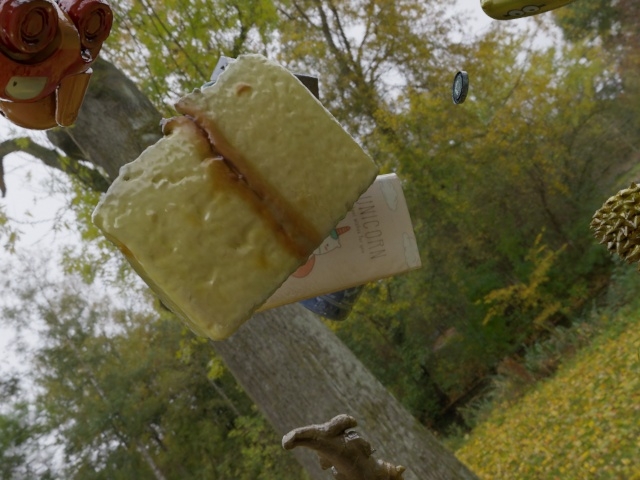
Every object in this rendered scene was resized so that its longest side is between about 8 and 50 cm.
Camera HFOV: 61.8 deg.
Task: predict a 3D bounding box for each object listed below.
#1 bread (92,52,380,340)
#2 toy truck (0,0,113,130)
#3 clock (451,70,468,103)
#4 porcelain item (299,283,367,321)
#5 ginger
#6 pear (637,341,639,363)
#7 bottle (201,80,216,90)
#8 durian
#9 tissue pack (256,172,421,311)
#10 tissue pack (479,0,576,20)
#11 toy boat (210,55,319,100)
[{"bbox_3d":[-0.085,-0.047,0.512,0.240,0.178,0.135,-49,16,-24],"label":"bread"},{"bbox_3d":[-0.418,-0.251,0.717,0.239,0.189,0.265,-61,-5,24],"label":"toy truck"},{"bbox_3d":[0.364,-0.398,1.393,0.017,0.085,0.085,1,-24,-6],"label":"clock"},{"bbox_3d":[0.010,0.083,1.059,0.114,0.147,0.147,-59,-17,8],"label":"porcelain item"},{"bbox_3d":[0.071,0.549,1.376,0.166,0.333,0.080,-51,8,-4],"label":"ginger"},{"bbox_3d":[0.664,0.215,0.926,0.198,0.198,0.198,-38,-15,-12],"label":"pear"},{"bbox_3d":[-0.246,-0.294,1.469,0.082,0.286,0.082,-18,8,3],"label":"bottle"},{"bbox_3d":[0.513,-0.018,0.829,0.132,0.165,0.182,-61,-18,9],"label":"durian"},{"bbox_3d":[0.000,0.000,0.834,0.325,0.170,0.071,-11,-6,-26],"label":"tissue pack"},{"bbox_3d":[0.350,-0.438,0.886,0.127,0.123,0.178,-17,16,-34],"label":"tissue pack"},{"bbox_3d":[-0.125,-0.307,1.318,0.275,0.294,0.111,-2,18,6],"label":"toy boat"}]
